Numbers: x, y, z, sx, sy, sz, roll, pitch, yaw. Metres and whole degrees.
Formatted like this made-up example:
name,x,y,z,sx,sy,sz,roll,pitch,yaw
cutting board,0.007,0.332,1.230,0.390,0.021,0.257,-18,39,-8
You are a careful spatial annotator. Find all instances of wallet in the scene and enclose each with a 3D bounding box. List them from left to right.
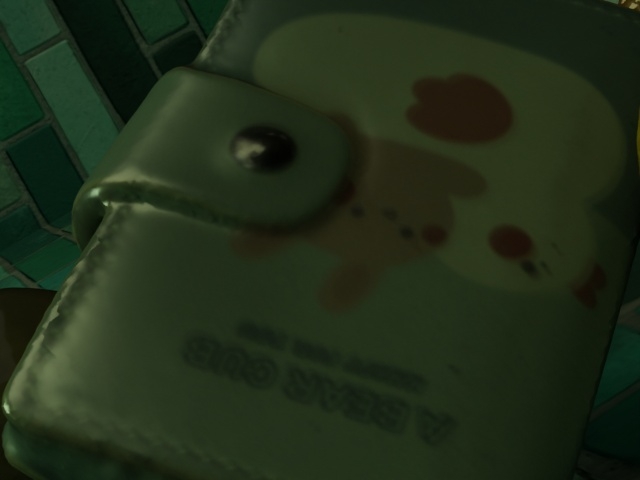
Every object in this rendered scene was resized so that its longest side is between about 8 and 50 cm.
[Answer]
name,x,y,z,sx,sy,sz,roll,pitch,yaw
wallet,0.016,0.000,0.793,0.252,0.083,0.360,17,49,10

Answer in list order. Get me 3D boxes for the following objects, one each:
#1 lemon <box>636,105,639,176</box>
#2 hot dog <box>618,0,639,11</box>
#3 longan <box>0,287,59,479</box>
name,x,y,z,sx,sy,sz,roll,pitch,yaw
lemon,0.231,-0.049,0.757,0.186,0.187,0.244,-28,-21,7
hot dog,0.281,-0.110,1.081,0.175,0.114,0.259,-26,25,8
longan,-0.147,0.133,0.840,0.220,0.196,0.196,-61,4,14
